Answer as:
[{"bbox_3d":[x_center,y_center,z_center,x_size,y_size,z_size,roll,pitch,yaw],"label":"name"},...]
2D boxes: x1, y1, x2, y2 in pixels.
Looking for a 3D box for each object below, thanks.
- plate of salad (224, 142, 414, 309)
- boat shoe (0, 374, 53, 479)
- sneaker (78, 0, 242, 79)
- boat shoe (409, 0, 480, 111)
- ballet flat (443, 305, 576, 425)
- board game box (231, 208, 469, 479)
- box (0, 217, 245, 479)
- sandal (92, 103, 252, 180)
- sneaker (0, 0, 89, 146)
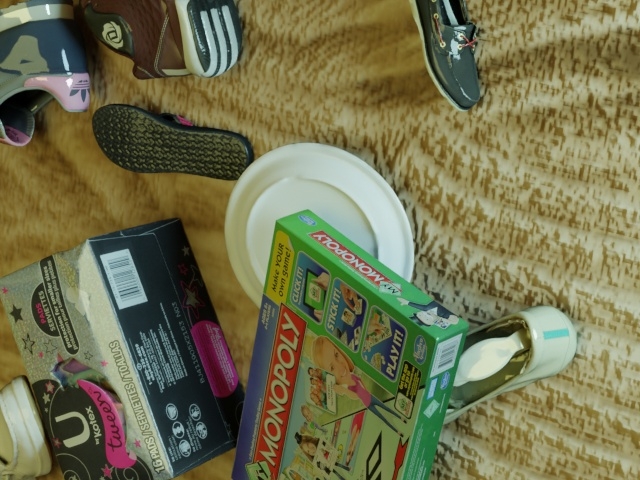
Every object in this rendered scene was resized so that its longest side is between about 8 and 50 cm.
[{"bbox_3d":[0.000,0.000,1.404,0.200,0.048,0.200,8,111,22],"label":"plate of salad"},{"bbox_3d":[-0.349,0.222,1.553,0.277,0.096,0.098,122,132,-63],"label":"boat shoe"},{"bbox_3d":[-0.187,-0.288,1.431,0.162,0.106,0.281,-8,96,36],"label":"sneaker"},{"bbox_3d":[0.116,-0.181,1.295,0.042,0.049,0.133,-20,84,41],"label":"boat shoe"},{"bbox_3d":[0.118,0.125,1.335,0.248,0.086,0.086,-31,83,32],"label":"ballet flat"},{"bbox_3d":[0.018,0.158,1.361,0.213,0.046,0.317,35,129,35],"label":"board game box"},{"bbox_3d":[-0.200,0.123,1.481,0.142,0.163,0.247,-22,87,31],"label":"box"},{"bbox_3d":[-0.150,-0.099,1.488,0.179,0.040,0.067,13,112,14],"label":"sandal"},{"bbox_3d":[-0.380,-0.150,1.570,0.319,0.112,0.131,-21,85,34],"label":"sneaker"}]
